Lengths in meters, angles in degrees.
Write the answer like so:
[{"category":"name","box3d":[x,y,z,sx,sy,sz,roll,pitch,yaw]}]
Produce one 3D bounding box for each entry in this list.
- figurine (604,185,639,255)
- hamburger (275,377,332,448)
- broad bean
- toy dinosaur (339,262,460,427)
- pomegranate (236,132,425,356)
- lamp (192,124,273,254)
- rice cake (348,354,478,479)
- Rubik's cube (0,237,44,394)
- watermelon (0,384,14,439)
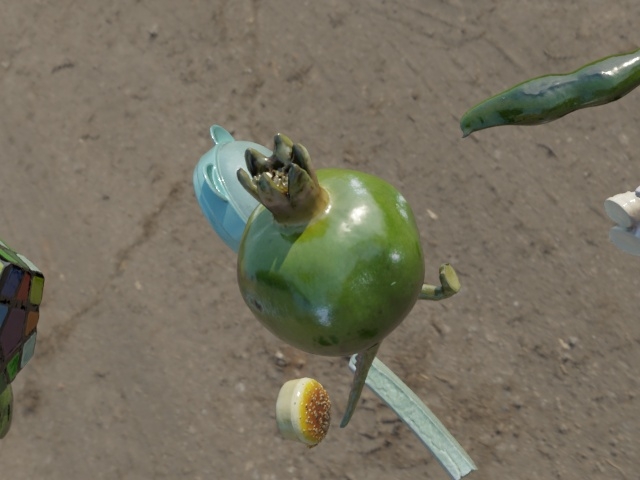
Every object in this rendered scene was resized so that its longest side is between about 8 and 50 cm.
[{"category":"figurine","box3d":[0.491,-0.074,1.187,0.257,0.182,0.144,-35,18,-20]},{"category":"hamburger","box3d":[-0.026,0.329,1.820,0.081,0.141,0.126,-1,35,25]},{"category":"broad bean","box3d":[0.291,-0.169,1.028,0.298,0.043,0.060,-20,53,5]},{"category":"toy dinosaur","box3d":[0.055,0.072,1.071,0.200,0.251,0.072,-21,13,38]},{"category":"pomegranate","box3d":[-0.001,-0.001,0.889,0.187,0.225,0.187,-15,44,15]},{"category":"lamp","box3d":[-0.093,-0.042,1.513,0.147,0.284,0.209,-16,33,13]},{"category":"rice cake","box3d":[0.131,0.247,1.365,0.043,0.127,0.237,-43,77,-1]},{"category":"Rubik's cube","box3d":[-0.215,0.037,0.509,0.133,0.112,0.133,-15,21,6]},{"category":"watermelon","box3d":[-0.368,0.112,0.827,0.204,0.232,0.127,10,95,10]}]
